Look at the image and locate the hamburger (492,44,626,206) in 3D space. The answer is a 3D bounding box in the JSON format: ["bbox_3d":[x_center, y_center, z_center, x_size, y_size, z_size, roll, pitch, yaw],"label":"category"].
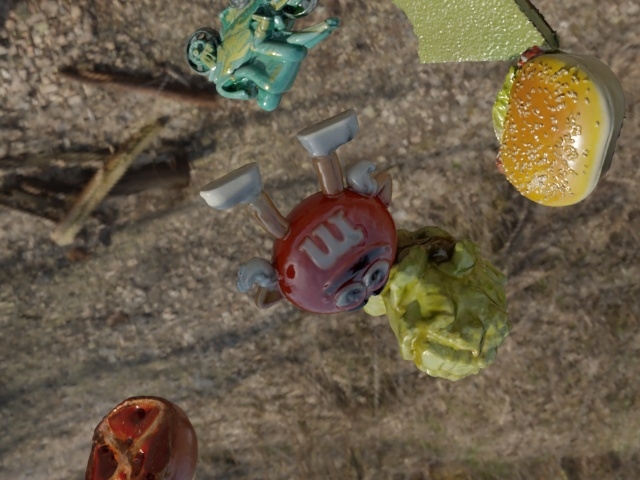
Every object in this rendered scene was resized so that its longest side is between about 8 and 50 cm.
[{"bbox_3d":[0.306,-0.148,1.154,0.116,0.173,0.210,-15,130,-28],"label":"hamburger"}]

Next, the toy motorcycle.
[{"bbox_3d":[-0.101,-0.324,1.471,0.296,0.198,0.109,-31,175,33],"label":"toy motorcycle"}]

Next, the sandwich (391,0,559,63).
[{"bbox_3d":[0.242,-0.348,1.427,0.063,0.245,0.212,-34,176,-43],"label":"sandwich"}]

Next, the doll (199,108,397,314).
[{"bbox_3d":[0.000,0.000,0.834,0.183,0.085,0.217,-32,128,-8],"label":"doll"}]

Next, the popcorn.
[{"bbox_3d":[0.178,0.090,1.286,0.255,0.256,0.195,38,119,-25],"label":"popcorn"}]

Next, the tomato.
[{"bbox_3d":[-0.180,0.243,0.926,0.155,0.155,0.069,-38,133,25],"label":"tomato"}]
